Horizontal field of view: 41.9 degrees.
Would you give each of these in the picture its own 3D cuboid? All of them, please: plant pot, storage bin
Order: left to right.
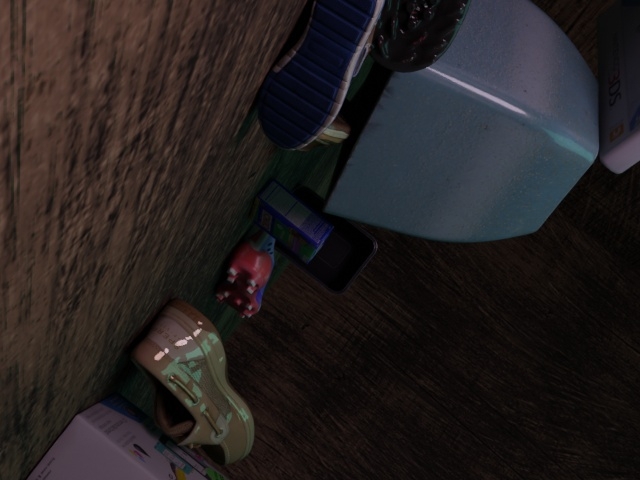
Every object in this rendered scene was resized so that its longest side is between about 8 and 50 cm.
[{"bbox_3d":[0.000,0.000,1.477,0.122,0.180,0.084,-52,177,1],"label":"storage bin"},{"bbox_3d":[0.178,-0.141,0.975,0.247,0.252,0.248,119,-8,-47],"label":"plant pot"}]

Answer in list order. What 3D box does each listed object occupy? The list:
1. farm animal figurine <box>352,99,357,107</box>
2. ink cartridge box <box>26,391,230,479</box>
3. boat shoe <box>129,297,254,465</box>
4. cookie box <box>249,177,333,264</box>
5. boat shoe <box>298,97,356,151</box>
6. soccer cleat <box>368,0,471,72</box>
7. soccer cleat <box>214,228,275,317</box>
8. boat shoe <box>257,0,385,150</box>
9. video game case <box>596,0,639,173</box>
[{"bbox_3d":[0.229,-0.313,1.300,0.327,0.172,0.330,-51,177,-32],"label":"farm animal figurine"},{"bbox_3d":[-0.248,0.372,1.106,0.197,0.270,0.198,-52,178,-1],"label":"ink cartridge box"},{"bbox_3d":[-0.180,0.220,1.137,0.110,0.121,0.341,-46,144,-29],"label":"boat shoe"},{"bbox_3d":[-0.042,-0.025,1.148,0.040,0.107,0.092,-50,176,-20],"label":"cookie box"},{"bbox_3d":[-0.004,-0.126,0.933,0.072,0.068,0.190,-41,-179,15],"label":"boat shoe"},{"bbox_3d":[0.128,-0.296,0.700,0.318,0.108,0.116,-58,-161,28],"label":"soccer cleat"},{"bbox_3d":[-0.117,0.058,1.378,0.095,0.083,0.248,-56,177,-22],"label":"soccer cleat"},{"bbox_3d":[0.009,-0.152,0.693,0.183,0.066,0.066,-54,179,39],"label":"boat shoe"},{"bbox_3d":[0.430,-0.262,0.892,0.329,0.036,0.300,-42,-158,43],"label":"video game case"}]
